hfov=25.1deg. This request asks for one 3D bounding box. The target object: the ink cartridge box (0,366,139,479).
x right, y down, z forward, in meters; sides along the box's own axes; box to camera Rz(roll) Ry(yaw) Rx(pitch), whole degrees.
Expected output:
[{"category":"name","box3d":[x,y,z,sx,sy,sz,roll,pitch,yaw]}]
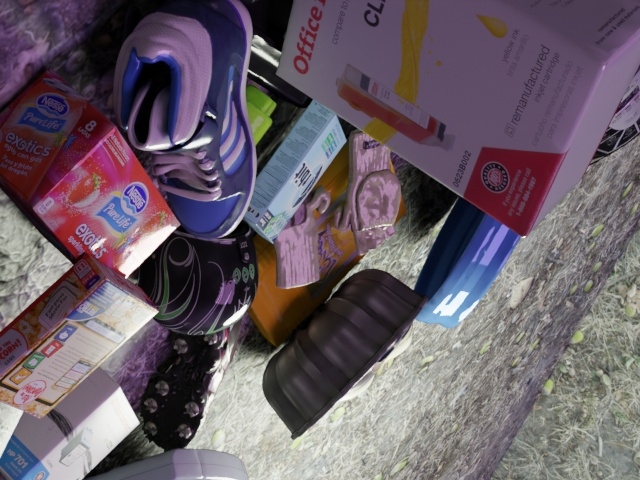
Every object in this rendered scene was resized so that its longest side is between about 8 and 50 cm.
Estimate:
[{"category":"ink cartridge box","box3d":[-0.356,0.269,1.990,0.190,0.082,0.140,-43,155,-16]}]

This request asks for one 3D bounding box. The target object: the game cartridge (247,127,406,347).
[{"category":"game cartridge","box3d":[0.000,0.000,2.286,0.324,0.052,0.285,-48,156,-11]}]

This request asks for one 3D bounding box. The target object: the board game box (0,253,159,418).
[{"category":"board game box","box3d":[-0.295,0.114,1.653,0.193,0.045,0.147,-42,155,1]}]

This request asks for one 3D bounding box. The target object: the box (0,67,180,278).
[{"category":"box","box3d":[-0.272,-0.059,1.624,0.128,0.122,0.257,-46,155,-11]}]

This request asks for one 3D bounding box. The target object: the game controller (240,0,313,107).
[{"category":"game controller","box3d":[-0.040,-0.274,1.837,0.166,0.067,0.319,-67,156,0]}]

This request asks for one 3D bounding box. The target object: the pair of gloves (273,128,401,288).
[{"category":"pair of gloves","box3d":[0.013,-0.054,2.142,0.240,0.042,0.204,-23,117,-27]}]

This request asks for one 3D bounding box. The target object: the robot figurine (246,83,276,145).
[{"category":"robot figurine","box3d":[-0.109,-0.145,1.865,0.115,0.067,0.101,-53,168,3]}]

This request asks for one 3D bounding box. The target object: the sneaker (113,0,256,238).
[{"category":"sneaker","box3d":[-0.169,-0.114,1.637,0.236,0.130,0.323,-47,147,-58]}]

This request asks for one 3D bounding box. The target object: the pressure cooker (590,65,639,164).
[{"category":"pressure cooker","box3d":[0.281,-0.307,1.979,0.420,0.375,0.370,41,48,-66]}]

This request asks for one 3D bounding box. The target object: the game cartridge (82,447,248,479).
[{"category":"game cartridge","box3d":[-0.233,0.386,2.287,0.198,0.062,0.297,-23,160,13]}]

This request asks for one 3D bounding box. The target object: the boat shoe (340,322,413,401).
[{"category":"boat shoe","box3d":[0.082,0.197,2.657,0.285,0.103,0.092,-32,145,-45]}]

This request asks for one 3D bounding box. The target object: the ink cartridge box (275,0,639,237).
[{"category":"ink cartridge box","box3d":[0.159,-0.230,1.683,0.160,0.384,0.279,-41,158,-40]}]

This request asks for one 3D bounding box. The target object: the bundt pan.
[{"category":"bundt pan","box3d":[0.024,0.172,2.391,0.331,0.124,0.331,-46,180,0]}]

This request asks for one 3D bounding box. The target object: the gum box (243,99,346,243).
[{"category":"gum box","box3d":[-0.038,-0.092,1.985,0.184,0.041,0.157,-54,169,-4]}]

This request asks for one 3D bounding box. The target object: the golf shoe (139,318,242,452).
[{"category":"golf shoe","box3d":[-0.183,0.208,2.191,0.120,0.105,0.273,-26,146,-58]}]

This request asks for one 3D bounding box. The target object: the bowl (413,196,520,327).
[{"category":"bowl","box3d":[0.281,-0.021,2.509,0.391,0.077,0.391,-61,-177,6]}]

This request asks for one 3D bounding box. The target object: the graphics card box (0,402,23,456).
[{"category":"graphics card box","box3d":[-0.487,0.282,1.644,0.371,0.094,0.233,-64,155,-7]}]

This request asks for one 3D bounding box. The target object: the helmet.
[{"category":"helmet","box3d":[-0.166,0.049,1.941,0.169,0.169,0.162,-18,122,-52]}]
